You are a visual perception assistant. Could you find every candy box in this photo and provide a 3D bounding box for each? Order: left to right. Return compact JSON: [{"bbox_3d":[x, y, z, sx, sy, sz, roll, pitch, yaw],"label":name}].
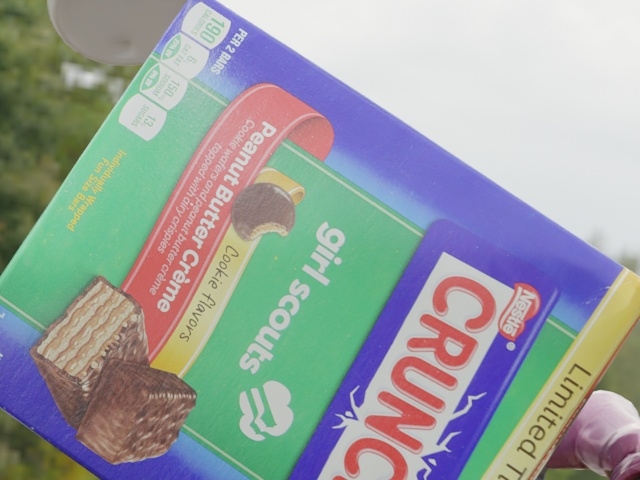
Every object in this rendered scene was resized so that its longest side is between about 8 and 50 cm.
[{"bbox_3d":[-0.011,0.056,1.163,0.317,0.268,0.122,34,-1,7],"label":"candy box"}]

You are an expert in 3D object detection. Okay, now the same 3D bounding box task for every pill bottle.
[{"bbox_3d":[-0.148,-0.243,1.535,0.118,0.208,0.117,-3,-42,-2],"label":"pill bottle"}]

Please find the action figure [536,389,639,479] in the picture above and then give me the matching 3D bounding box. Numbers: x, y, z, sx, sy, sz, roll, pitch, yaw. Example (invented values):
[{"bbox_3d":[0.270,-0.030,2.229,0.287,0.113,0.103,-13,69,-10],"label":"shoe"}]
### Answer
[{"bbox_3d":[0.260,0.181,1.203,0.276,0.248,0.370,-40,-25,28],"label":"action figure"}]
